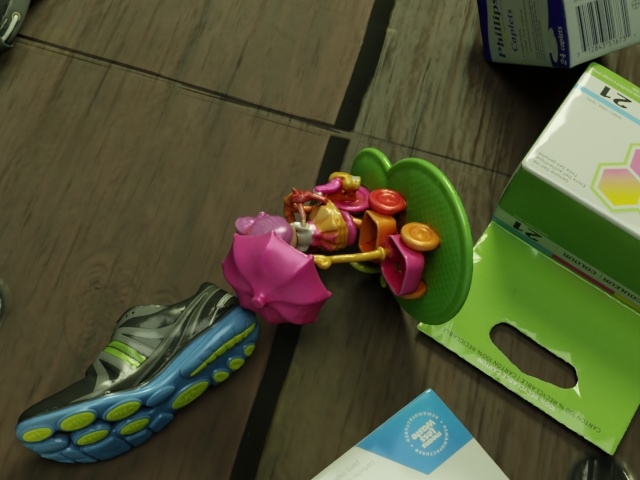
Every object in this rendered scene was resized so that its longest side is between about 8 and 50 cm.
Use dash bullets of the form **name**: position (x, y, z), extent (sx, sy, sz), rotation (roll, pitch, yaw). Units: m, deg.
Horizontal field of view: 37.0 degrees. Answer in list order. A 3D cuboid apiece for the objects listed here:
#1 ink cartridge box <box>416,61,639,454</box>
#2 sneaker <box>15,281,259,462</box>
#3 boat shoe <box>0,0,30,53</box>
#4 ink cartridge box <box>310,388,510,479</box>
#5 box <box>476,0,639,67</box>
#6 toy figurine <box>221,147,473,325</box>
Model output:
- **ink cartridge box**: position (0.227, 0.010, 0.768), extent (0.189, 0.097, 0.255), rotation (33, 62, 10)
- **sneaker**: position (-0.135, 0.095, 0.701), extent (0.188, 0.067, 0.078), rotation (-33, 51, -20)
- **boat shoe**: position (-0.274, -0.266, 0.869), extent (0.079, 0.084, 0.233), rotation (38, 48, -31)
- **ink cartridge box**: position (0.094, 0.234, 0.642), extent (0.134, 0.078, 0.231), rotation (-34, 72, -22)
- **box**: position (0.228, -0.208, 0.854), extent (0.126, 0.137, 0.072), rotation (-20, 109, -17)
- **toy figurine**: position (0.000, 0.000, 0.715), extent (0.159, 0.130, 0.173), rotation (-10, 41, -26)
